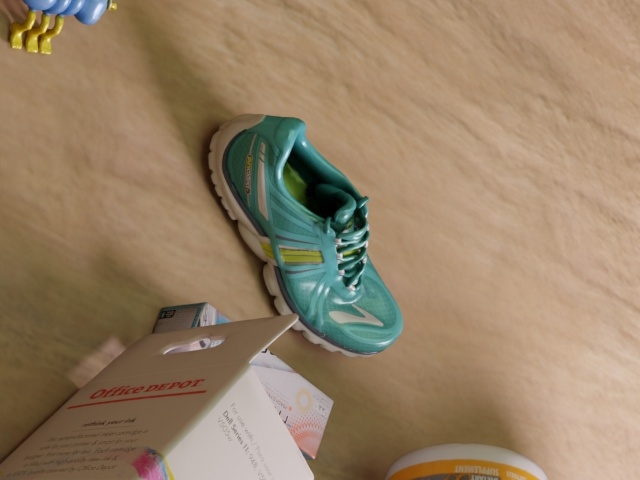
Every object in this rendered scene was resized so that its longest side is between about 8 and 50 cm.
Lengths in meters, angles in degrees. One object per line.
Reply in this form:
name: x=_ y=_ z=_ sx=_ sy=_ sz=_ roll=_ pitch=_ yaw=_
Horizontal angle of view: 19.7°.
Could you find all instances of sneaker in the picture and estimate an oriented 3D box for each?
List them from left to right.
sneaker: x=0.000 y=0.000 z=1.686 sx=0.275 sy=0.110 sz=0.107 roll=56 pitch=48 yaw=-27

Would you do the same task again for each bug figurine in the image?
bug figurine: x=-0.252 y=-0.297 z=1.487 sx=0.216 sy=0.072 sz=0.279 roll=0 pitch=84 yaw=-48

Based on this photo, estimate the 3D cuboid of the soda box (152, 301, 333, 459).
soda box: x=-0.070 y=0.127 z=1.624 sx=0.183 sy=0.058 sz=0.063 roll=41 pitch=55 yaw=-37

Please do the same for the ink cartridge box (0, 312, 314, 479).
ink cartridge box: x=-0.152 y=0.204 z=1.407 sx=0.353 sy=0.207 sz=0.119 roll=-45 pitch=114 yaw=-42

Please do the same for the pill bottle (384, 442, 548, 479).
pill bottle: x=0.133 y=0.341 z=1.701 sx=0.162 sy=0.162 sz=0.278 roll=33 pitch=48 yaw=-40
